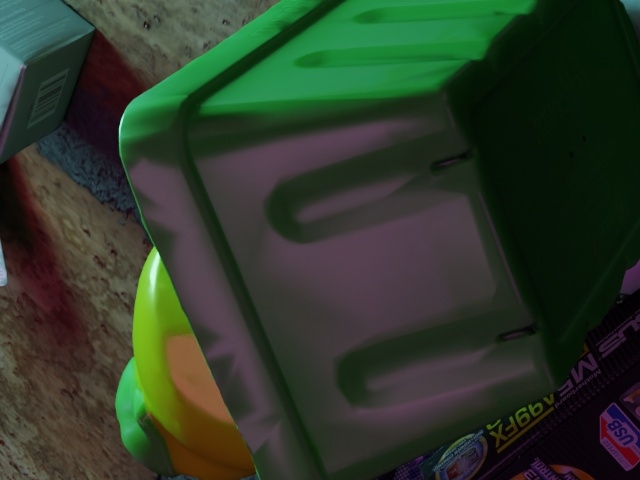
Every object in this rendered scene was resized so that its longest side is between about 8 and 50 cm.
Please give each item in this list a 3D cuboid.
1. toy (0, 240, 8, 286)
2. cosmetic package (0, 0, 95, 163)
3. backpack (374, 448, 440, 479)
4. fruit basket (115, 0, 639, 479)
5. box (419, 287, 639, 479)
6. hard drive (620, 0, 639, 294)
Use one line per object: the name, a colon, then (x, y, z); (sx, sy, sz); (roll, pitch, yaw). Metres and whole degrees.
toy: (-0.369, -0.073, 1.646); (0.137, 0.056, 0.237); (-5, 104, 17)
cosmetic package: (-0.323, -0.193, 1.508); (0.238, 0.107, 0.127); (36, 132, 13)
backpack: (0.088, 0.181, 1.287); (0.191, 0.225, 0.253); (24, 114, 4)
fruit basket: (0.000, 0.000, 1.038); (0.392, 0.392, 0.283); (-8, 110, 43)
box: (0.232, 0.175, 1.147); (0.216, 0.060, 0.270); (-40, 116, 11)
hard drive: (0.240, -0.052, 1.093); (0.307, 0.040, 0.203); (10, 121, 36)
